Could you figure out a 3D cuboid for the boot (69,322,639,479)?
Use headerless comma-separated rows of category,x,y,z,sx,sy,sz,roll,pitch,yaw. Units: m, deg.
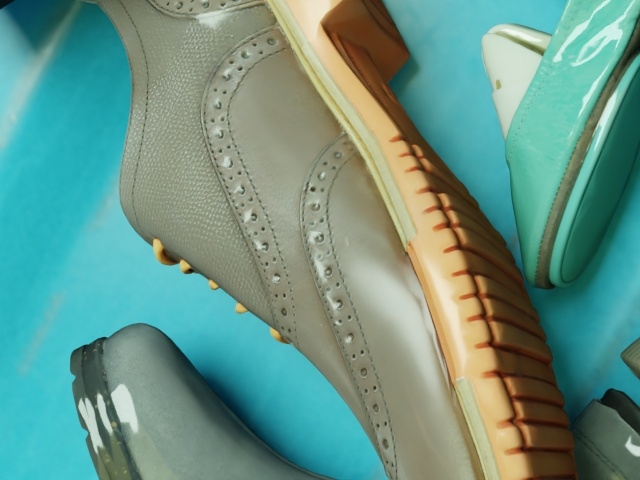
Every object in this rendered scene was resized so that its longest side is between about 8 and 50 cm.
boot,0.058,0.133,0.476,0.223,0.118,0.338,-36,95,3

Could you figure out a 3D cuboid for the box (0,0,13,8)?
box,-0.105,-0.227,0.408,0.270,0.165,0.143,-35,88,-3

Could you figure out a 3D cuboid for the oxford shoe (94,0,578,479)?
oxford shoe,0.000,0.000,0.430,0.133,0.130,0.363,-28,66,14

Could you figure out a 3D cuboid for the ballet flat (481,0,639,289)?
ballet flat,0.123,-0.102,0.449,0.087,0.083,0.247,29,111,26

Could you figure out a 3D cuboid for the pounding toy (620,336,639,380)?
pounding toy,0.270,0.073,0.428,0.181,0.094,0.206,-41,81,6

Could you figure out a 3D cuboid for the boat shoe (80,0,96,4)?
boat shoe,-0.151,-0.164,0.506,0.125,0.038,0.046,41,99,4
